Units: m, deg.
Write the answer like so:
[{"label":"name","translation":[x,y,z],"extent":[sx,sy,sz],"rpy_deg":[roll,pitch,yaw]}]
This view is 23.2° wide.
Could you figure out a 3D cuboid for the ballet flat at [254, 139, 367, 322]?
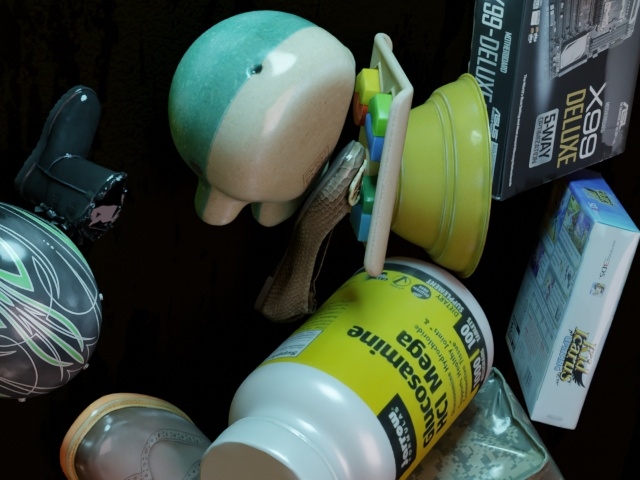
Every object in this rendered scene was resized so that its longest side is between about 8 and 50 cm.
[{"label":"ballet flat","translation":[0.000,0.000,1.551],"extent":[0.084,0.058,0.250],"rpy_deg":[-52,172,-49]}]

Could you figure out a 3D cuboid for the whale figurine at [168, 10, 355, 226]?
[{"label":"whale figurine","translation":[-0.059,-0.112,1.465],"extent":[0.216,0.141,0.272],"rpy_deg":[-52,165,-12]}]

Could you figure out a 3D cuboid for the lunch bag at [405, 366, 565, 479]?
[{"label":"lunch bag","translation":[0.139,0.315,1.789],"extent":[0.287,0.169,0.235],"rpy_deg":[-30,140,4]}]

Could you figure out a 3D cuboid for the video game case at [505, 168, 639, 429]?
[{"label":"video game case","translation":[0.294,0.058,1.850],"extent":[0.269,0.061,0.244],"rpy_deg":[-90,-167,-73]}]

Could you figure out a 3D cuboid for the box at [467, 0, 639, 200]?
[{"label":"box","translation":[0.272,-0.222,1.778],"extent":[0.242,0.076,0.307],"rpy_deg":[-19,125,-40]}]

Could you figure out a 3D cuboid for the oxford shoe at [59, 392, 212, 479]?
[{"label":"oxford shoe","translation":[-0.125,0.264,1.585],"extent":[0.130,0.133,0.364],"rpy_deg":[-55,141,-7]}]

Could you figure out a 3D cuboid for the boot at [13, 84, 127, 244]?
[{"label":"boot","translation":[-0.202,-0.064,1.333],"extent":[0.121,0.099,0.045],"rpy_deg":[-59,143,-3]}]

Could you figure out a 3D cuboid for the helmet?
[{"label":"helmet","translation":[-0.264,0.050,1.282],"extent":[0.169,0.161,0.169],"rpy_deg":[-26,130,-36]}]

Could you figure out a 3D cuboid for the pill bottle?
[{"label":"pill bottle","translation":[0.027,0.170,1.595],"extent":[0.334,0.188,0.188],"rpy_deg":[-43,140,-46]}]

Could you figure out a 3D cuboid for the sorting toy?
[{"label":"sorting toy","translation":[0.051,-0.090,1.559],"extent":[0.038,0.208,0.193],"rpy_deg":[6,113,-6]}]

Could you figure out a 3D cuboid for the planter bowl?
[{"label":"planter bowl","translation":[0.110,-0.069,1.645],"extent":[0.090,0.217,0.217],"rpy_deg":[0,117,-9]}]
